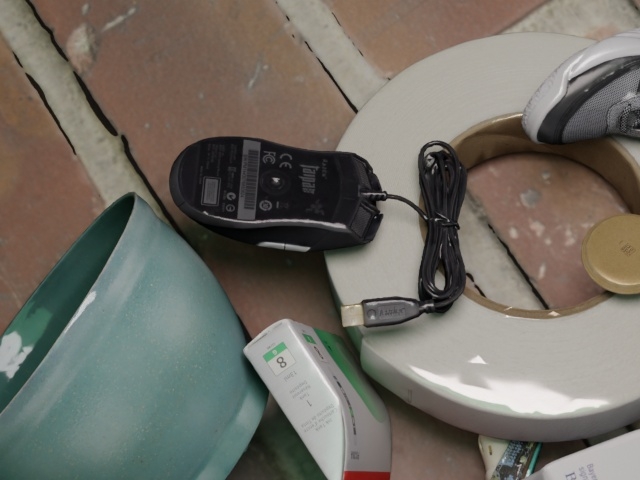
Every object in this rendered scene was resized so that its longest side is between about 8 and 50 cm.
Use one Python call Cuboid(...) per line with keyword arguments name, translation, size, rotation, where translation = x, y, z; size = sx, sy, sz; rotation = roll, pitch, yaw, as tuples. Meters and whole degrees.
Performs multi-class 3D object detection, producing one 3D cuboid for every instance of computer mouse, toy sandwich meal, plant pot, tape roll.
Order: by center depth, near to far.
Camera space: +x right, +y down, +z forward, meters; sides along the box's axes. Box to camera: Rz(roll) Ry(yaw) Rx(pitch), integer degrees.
Cuboid(name="toy sandwich meal", translation=(0.265, 0.015, 1.342), size=(0.086, 0.029, 0.085), rotation=(-3, 62, 6))
Cuboid(name="plant pot", translation=(-0.169, 0.132, 1.344), size=(0.196, 0.293, 0.293), rotation=(37, 78, -14))
Cuboid(name="computer mouse", translation=(0.000, 0.000, 1.355), size=(0.262, 0.060, 0.184), rotation=(1, 59, -7))
Cuboid(name="tape roll", translation=(0.191, -0.010, 1.414), size=(0.392, 0.072, 0.392), rotation=(-1, 63, 3))

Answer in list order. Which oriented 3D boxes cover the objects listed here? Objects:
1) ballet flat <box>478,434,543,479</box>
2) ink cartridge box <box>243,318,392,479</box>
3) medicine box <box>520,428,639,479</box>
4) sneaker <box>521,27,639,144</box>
Cuboid(name="ballet flat", translation=(0.176, 0.168, 1.404), size=(0.070, 0.070, 0.188), rotation=(22, 67, 10))
Cuboid(name="ink cartridge box", translation=(0.036, 0.176, 1.347), size=(0.056, 0.181, 0.224), rotation=(-38, 74, 7))
Cuboid(name="medicine box", translation=(0.257, 0.233, 1.228), size=(0.289, 0.263, 0.149), rotation=(-14, 74, -25))
Cuboid(name="sneaker", translation=(0.319, -0.108, 1.356), size=(0.269, 0.101, 0.153), rotation=(-19, 60, -10))
